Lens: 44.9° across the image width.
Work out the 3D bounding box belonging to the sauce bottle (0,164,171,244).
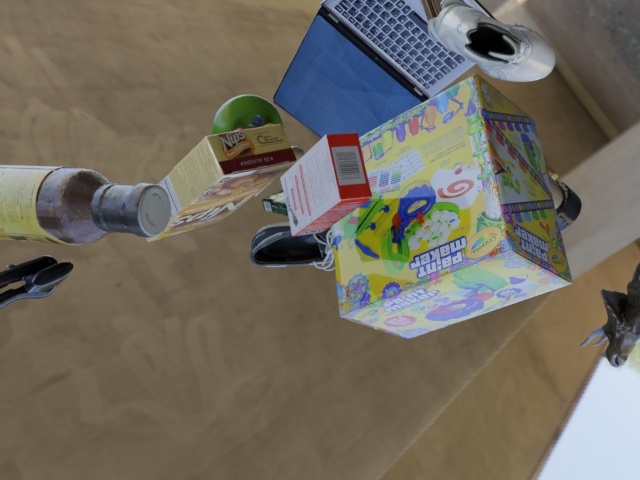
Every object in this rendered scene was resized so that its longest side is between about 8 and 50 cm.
[{"bbox_3d":[-0.368,-0.049,1.082,0.111,0.344,0.112,-17,-71,-61],"label":"sauce bottle"}]

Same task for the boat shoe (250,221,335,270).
[{"bbox_3d":[0.000,0.000,1.351,0.079,0.254,0.095,-77,-19,-61],"label":"boat shoe"}]

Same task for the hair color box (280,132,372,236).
[{"bbox_3d":[0.004,-0.074,1.066,0.053,0.167,0.093,-6,-102,-27],"label":"hair color box"}]

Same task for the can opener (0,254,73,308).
[{"bbox_3d":[-0.422,0.065,1.032,0.186,0.073,0.059,-26,-102,-45],"label":"can opener"}]

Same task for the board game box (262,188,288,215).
[{"bbox_3d":[0.023,-0.110,1.549,0.259,0.136,0.030,-29,-59,-34],"label":"board game box"}]

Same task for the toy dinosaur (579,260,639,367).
[{"bbox_3d":[0.522,0.050,1.132,0.121,0.313,0.160,50,167,-33],"label":"toy dinosaur"}]

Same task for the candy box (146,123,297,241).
[{"bbox_3d":[-0.211,-0.108,1.508,0.182,0.316,0.088,-17,-101,-42],"label":"candy box"}]

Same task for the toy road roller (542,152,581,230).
[{"bbox_3d":[0.336,-0.114,1.556,0.202,0.240,0.330,34,-153,-31],"label":"toy road roller"}]

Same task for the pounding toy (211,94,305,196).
[{"bbox_3d":[-0.148,-0.235,1.877,0.237,0.183,0.110,53,173,-25],"label":"pounding toy"}]

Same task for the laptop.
[{"bbox_3d":[0.171,-0.399,1.772,0.382,0.408,0.236,33,-140,-30],"label":"laptop"}]

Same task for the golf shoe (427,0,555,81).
[{"bbox_3d":[0.205,-0.211,0.870,0.176,0.069,0.086,12,-155,-27],"label":"golf shoe"}]

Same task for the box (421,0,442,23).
[{"bbox_3d":[0.169,-0.417,1.190,0.164,0.021,0.201,64,-153,-27],"label":"box"}]

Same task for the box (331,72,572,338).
[{"bbox_3d":[0.177,-0.037,1.154,0.177,0.289,0.279,23,-127,-43],"label":"box"}]
